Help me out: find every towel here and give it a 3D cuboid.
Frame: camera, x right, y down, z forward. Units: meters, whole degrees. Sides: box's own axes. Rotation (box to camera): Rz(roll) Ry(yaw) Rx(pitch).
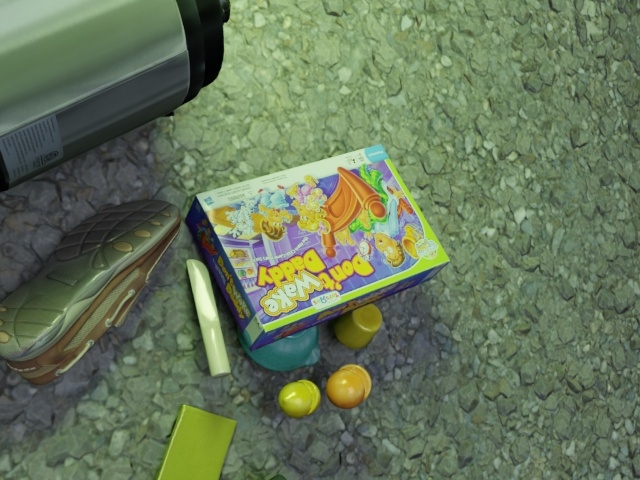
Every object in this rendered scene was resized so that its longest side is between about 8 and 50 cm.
[{"bbox_3d":[-0.203,0.370,1.198,0.102,0.021,0.237,27,72,-32],"label":"towel"}]

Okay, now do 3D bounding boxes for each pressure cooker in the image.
[{"bbox_3d":[-0.312,-0.288,0.967,0.420,0.370,0.375,-31,113,-22],"label":"pressure cooker"}]

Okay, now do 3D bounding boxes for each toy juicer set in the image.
[{"bbox_3d":[-0.067,0.168,1.236,0.329,0.089,0.209,15,59,-17],"label":"toy juicer set"}]

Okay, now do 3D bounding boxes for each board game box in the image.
[{"bbox_3d":[0.000,0.000,1.256,0.347,0.078,0.233,-19,71,-31],"label":"board game box"}]

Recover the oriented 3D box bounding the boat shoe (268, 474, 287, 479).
[{"bbox_3d":[0.043,0.555,1.237,0.156,0.187,0.500,-46,104,-19],"label":"boat shoe"}]

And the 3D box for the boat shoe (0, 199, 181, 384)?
[{"bbox_3d":[-0.310,0.064,1.113,0.324,0.123,0.116,-46,143,-34],"label":"boat shoe"}]
